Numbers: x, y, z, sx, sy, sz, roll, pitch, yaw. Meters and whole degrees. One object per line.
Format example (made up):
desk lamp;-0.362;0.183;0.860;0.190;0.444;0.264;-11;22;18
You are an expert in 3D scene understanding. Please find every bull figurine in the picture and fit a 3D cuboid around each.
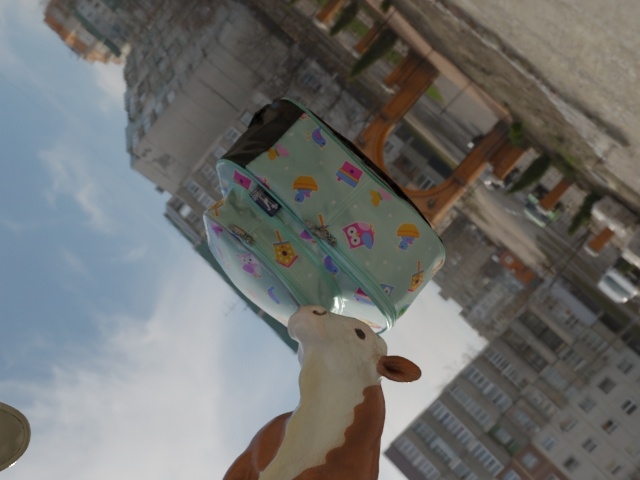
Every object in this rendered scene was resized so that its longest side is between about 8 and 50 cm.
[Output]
bull figurine;-0.029;0.198;0.472;0.101;0.311;0.188;28;-145;32

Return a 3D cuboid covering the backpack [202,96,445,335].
backpack;0.000;0.000;0.544;0.188;0.144;0.166;35;162;2

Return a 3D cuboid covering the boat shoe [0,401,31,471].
boat shoe;-0.331;0.152;0.498;0.206;0.075;0.065;0;173;-32
